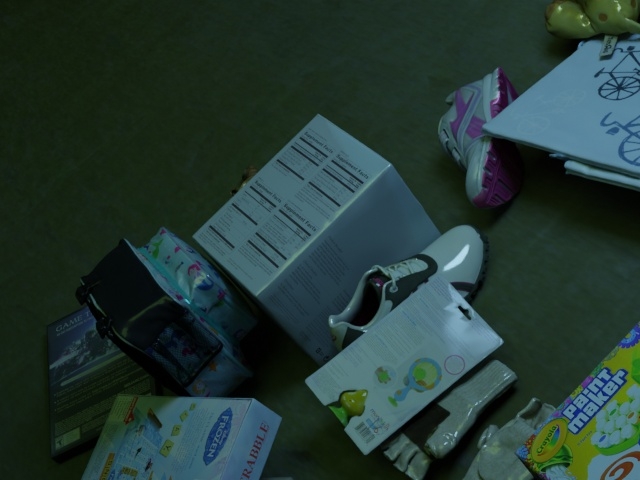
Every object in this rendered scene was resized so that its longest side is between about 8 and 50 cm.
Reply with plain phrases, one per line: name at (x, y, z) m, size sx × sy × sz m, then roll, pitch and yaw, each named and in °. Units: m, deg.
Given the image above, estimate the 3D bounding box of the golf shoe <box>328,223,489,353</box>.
golf shoe at (0.127, 0.069, 1.889) m, size 0.273 × 0.120 × 0.105 m, roll -47°, pitch 42°, yaw -10°

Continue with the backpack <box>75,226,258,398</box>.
backpack at (-0.204, 0.120, 1.973) m, size 0.191 × 0.253 × 0.225 m, roll -40°, pitch 40°, yaw -7°

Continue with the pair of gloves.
pair of gloves at (0.192, 0.252, 1.712) m, size 0.204 × 0.042 × 0.240 m, roll -40°, pitch 31°, yaw -2°

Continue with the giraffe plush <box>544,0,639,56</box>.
giraffe plush at (0.408, -0.395, 2.007) m, size 0.181 × 0.171 × 0.210 m, roll -13°, pitch 31°, yaw 12°

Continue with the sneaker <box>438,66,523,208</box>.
sneaker at (0.232, -0.140, 2.013) m, size 0.111 × 0.103 × 0.252 m, roll -17°, pitch 41°, yaw 28°

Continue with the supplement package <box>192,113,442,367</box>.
supplement package at (0.000, 0.000, 1.970) m, size 0.262 × 0.199 × 0.198 m, roll -45°, pitch 43°, yaw -6°

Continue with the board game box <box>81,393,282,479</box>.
board game box at (-0.227, 0.368, 1.856) m, size 0.318 × 0.066 × 0.319 m, roll -5°, pitch 57°, yaw 47°

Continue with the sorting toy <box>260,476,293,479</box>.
sorting toy at (-0.139, 0.404, 1.841) m, size 0.347 × 0.047 × 0.196 m, roll -8°, pitch 52°, yaw 29°

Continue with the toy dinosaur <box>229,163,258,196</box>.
toy dinosaur at (-0.094, -0.067, 2.189) m, size 0.112 × 0.064 × 0.211 m, roll -42°, pitch 44°, yaw -5°

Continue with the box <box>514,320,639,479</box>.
box at (0.428, 0.243, 1.497) m, size 0.290 × 0.177 × 0.279 m, roll -45°, pitch 44°, yaw -5°

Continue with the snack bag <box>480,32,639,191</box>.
snack bag at (0.435, -0.187, 1.887) m, size 0.342 × 0.037 × 0.323 m, roll 21°, pitch 50°, yaw 42°

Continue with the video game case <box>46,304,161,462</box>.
video game case at (-0.349, 0.203, 2.167) m, size 0.196 × 0.026 × 0.274 m, roll -26°, pitch 44°, yaw 13°

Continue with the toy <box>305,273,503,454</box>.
toy at (0.113, 0.170, 1.823) m, size 0.237 × 0.056 × 0.137 m, roll -37°, pitch 63°, yaw -9°
